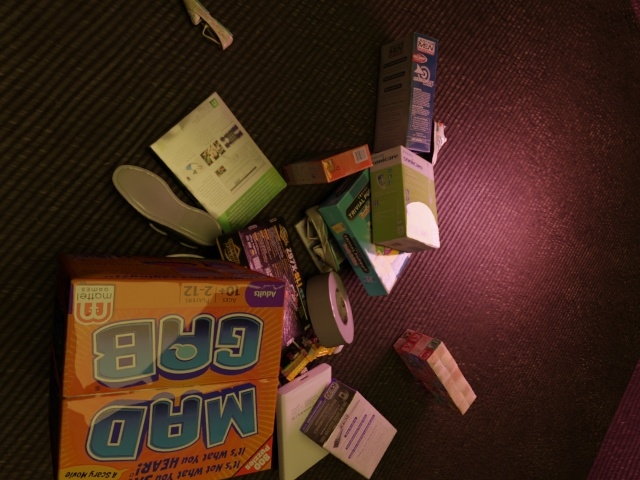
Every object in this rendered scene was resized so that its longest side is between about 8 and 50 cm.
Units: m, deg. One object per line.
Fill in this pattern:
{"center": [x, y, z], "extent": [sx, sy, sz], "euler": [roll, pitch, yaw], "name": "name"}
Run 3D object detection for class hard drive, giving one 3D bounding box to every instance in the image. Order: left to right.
{"center": [-0.045, 0.548, 1.467], "extent": [0.203, 0.040, 0.308], "euler": [-18, 115, -43], "name": "hard drive"}

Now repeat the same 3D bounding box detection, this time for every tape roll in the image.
{"center": [0.031, 0.203, 1.441], "extent": [0.072, 0.219, 0.219], "euler": [-15, 107, 14], "name": "tape roll"}

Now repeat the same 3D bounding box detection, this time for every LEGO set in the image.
{"center": [-0.054, 0.337, 1.487], "extent": [0.287, 0.107, 0.132], "euler": [-32, 145, -30], "name": "LEGO set"}

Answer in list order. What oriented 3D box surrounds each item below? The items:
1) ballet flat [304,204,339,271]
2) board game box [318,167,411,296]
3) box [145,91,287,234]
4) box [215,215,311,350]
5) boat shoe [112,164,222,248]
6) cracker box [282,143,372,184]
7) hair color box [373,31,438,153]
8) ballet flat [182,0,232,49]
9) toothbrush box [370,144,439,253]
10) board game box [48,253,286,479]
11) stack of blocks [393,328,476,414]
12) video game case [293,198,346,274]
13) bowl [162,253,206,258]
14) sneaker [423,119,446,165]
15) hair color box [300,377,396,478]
{"center": [0.000, 0.000, 1.468], "extent": [0.068, 0.072, 0.213], "euler": [-16, 103, -2], "name": "ballet flat"}
{"center": [0.158, -0.036, 1.524], "extent": [0.336, 0.079, 0.254], "euler": [59, 44, -22], "name": "board game box"}
{"center": [-0.269, -0.196, 1.311], "extent": [0.232, 0.058, 0.322], "euler": [-47, 114, -20], "name": "box"}
{"center": [-0.133, 0.111, 1.295], "extent": [0.257, 0.079, 0.322], "euler": [-29, 103, -68], "name": "box"}
{"center": [-0.393, -0.070, 1.223], "extent": [0.302, 0.091, 0.114], "euler": [41, 54, -26], "name": "boat shoe"}
{"center": [0.014, -0.212, 1.378], "extent": [0.155, 0.232, 0.067], "euler": [-25, 105, -28], "name": "cracker box"}
{"center": [0.268, -0.451, 1.548], "extent": [0.105, 0.174, 0.348], "euler": [2, 94, -31], "name": "hair color box"}
{"center": [-0.300, -0.564, 1.260], "extent": [0.168, 0.057, 0.052], "euler": [38, 85, -28], "name": "ballet flat"}
{"center": [0.260, -0.119, 1.505], "extent": [0.206, 0.122, 0.283], "euler": [14, 71, -48], "name": "toothbrush box"}
{"center": [-0.315, 0.225, 0.951], "extent": [0.356, 0.356, 0.357], "euler": [4, 93, -31], "name": "board game box"}
{"center": [0.401, 0.460, 1.713], "extent": [0.087, 0.171, 0.297], "euler": [-44, 116, -21], "name": "stack of blocks"}
{"center": [0.038, -0.025, 1.533], "extent": [0.212, 0.023, 0.193], "euler": [-38, 112, -24], "name": "video game case"}
{"center": [-0.370, 0.182, 1.218], "extent": [0.311, 0.163, 0.312], "euler": [-3, 95, -32], "name": "bowl"}
{"center": [0.411, -0.337, 1.715], "extent": [0.075, 0.057, 0.161], "euler": [3, 90, -26], "name": "sneaker"}
{"center": [0.097, 0.594, 1.526], "extent": [0.185, 0.110, 0.339], "euler": [-54, 136, -18], "name": "hair color box"}
